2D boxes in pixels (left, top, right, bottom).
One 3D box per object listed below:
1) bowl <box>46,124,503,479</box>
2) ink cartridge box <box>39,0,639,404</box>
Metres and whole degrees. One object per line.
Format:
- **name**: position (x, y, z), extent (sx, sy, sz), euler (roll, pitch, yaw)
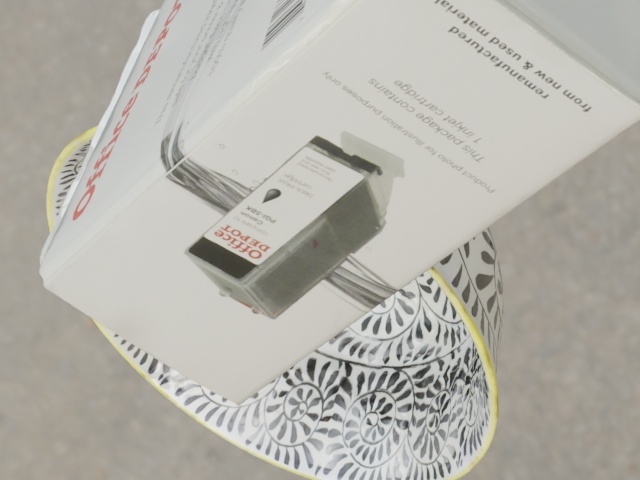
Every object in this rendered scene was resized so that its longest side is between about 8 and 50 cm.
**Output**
- **bowl**: position (0.000, 0.000, 0.670), extent (0.170, 0.170, 0.080), euler (16, 51, 27)
- **ink cartridge box**: position (0.010, -0.040, 0.408), extent (0.135, 0.056, 0.099), euler (-38, 25, 45)
